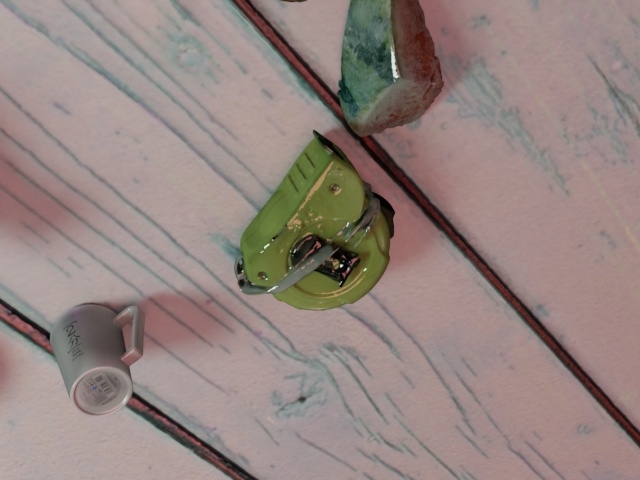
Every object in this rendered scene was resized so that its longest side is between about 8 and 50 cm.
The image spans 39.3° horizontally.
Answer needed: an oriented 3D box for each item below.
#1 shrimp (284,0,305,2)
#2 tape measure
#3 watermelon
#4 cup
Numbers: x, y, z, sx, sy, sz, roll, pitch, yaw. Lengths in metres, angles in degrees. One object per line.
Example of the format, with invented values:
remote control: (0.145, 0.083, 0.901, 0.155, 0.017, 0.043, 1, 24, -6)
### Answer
shrimp: (-0.066, -0.316, 0.761, 0.152, 0.063, 0.287, -38, 123, 19)
tape measure: (0.000, 0.000, 0.932, 0.154, 0.087, 0.177, 31, 108, -29)
watermelon: (0.071, -0.184, 0.877, 0.094, 0.081, 0.180, -34, 131, -27)
cup: (-0.220, 0.114, 0.918, 0.104, 0.116, 0.074, -35, 123, -4)
